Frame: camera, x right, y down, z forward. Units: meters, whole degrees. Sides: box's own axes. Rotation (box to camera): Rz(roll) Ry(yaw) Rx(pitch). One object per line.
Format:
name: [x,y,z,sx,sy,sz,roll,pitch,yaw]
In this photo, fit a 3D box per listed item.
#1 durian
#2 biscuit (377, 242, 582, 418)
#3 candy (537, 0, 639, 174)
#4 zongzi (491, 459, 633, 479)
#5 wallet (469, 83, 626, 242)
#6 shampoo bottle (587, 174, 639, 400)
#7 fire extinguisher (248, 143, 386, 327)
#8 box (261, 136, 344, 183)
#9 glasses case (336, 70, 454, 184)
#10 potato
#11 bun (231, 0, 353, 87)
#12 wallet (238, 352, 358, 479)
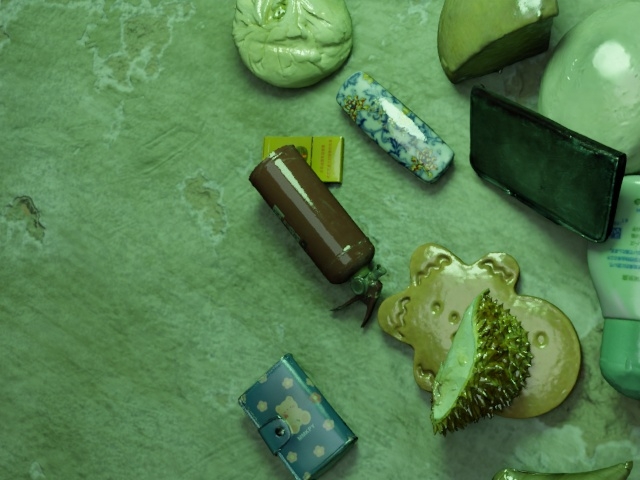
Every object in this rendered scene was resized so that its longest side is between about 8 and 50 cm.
durian: [0.261,0.213,1.740,0.139,0.144,0.252,37,112,54]
biscuit: [0.274,0.159,1.803,0.355,0.052,0.275,36,96,19]
candy: [0.470,-0.251,1.700,0.295,0.185,0.296,-14,63,29]
zongzi: [0.387,0.401,1.719,0.194,0.099,0.197,30,83,18]
wallet: [0.358,-0.125,1.710,0.318,0.045,0.173,36,138,44]
shampoo bottle: [0.530,0.079,1.676,0.221,0.151,0.350,6,85,14]
fire extinguisher: [0.000,0.000,1.883,0.337,0.106,0.147,53,127,10]
box: [-0.034,-0.148,1.952,0.155,0.023,0.087,2,87,18]
glasses case: [0.130,-0.201,1.881,0.248,0.065,0.087,43,100,16]
potato: [0.274,-0.401,1.761,0.189,0.264,0.211,-14,85,7]
bun: [-0.057,-0.396,1.926,0.229,0.145,0.230,-2,82,15]
wallet: [-0.044,0.322,1.883,0.141,0.059,0.202,-43,74,11]
